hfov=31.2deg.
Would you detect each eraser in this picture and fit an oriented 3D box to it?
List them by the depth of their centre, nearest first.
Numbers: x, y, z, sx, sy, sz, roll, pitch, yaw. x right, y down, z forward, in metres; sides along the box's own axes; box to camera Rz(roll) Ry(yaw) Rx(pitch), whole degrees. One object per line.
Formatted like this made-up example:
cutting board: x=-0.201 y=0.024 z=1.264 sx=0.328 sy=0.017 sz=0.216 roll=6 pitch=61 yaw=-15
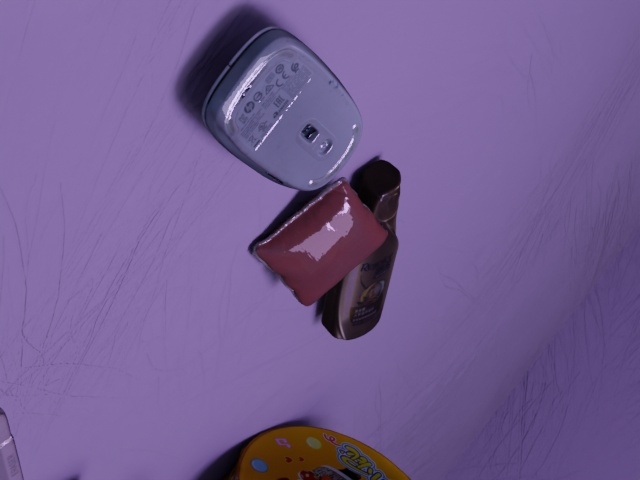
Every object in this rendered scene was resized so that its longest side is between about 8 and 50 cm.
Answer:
eraser: x=-0.432 y=0.320 z=1.477 sx=0.089 sy=0.061 sz=0.352 roll=-36 pitch=151 yaw=-30

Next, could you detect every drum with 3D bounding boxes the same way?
drum: x=-0.001 y=0.556 z=2.106 sx=0.431 sy=0.431 sz=0.214 roll=-15 pitch=137 yaw=-52

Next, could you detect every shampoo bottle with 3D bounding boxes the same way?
shampoo bottle: x=0.075 y=0.020 z=1.904 sx=0.125 sy=0.084 sz=0.350 roll=-29 pitch=147 yaw=-34

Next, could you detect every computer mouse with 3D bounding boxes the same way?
computer mouse: x=-0.051 y=-0.163 z=1.427 sx=0.159 sy=0.097 sz=0.288 roll=-51 pitch=144 yaw=3

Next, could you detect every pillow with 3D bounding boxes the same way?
pillow: x=0.000 y=0.000 z=1.736 sx=0.179 sy=0.075 sz=0.171 roll=-41 pitch=134 yaw=0
